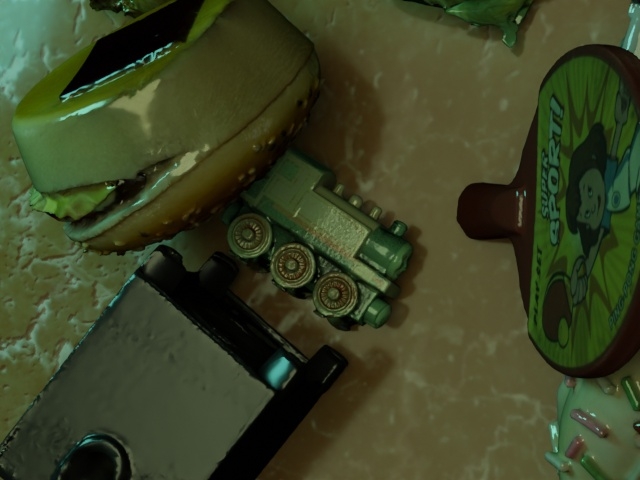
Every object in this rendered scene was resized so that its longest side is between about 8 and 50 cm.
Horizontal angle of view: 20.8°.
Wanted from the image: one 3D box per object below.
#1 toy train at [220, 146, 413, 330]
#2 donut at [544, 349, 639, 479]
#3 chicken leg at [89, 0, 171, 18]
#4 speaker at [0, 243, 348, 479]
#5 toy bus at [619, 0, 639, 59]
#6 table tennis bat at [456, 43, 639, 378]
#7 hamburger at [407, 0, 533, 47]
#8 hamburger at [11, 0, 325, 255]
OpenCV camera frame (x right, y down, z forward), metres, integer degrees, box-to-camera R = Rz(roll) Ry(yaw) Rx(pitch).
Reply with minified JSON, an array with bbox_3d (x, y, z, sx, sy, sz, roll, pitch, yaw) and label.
[{"bbox_3d":[0.000,0.000,1.667,0.194,0.081,0.125,34,91,15],"label":"toy train"},{"bbox_3d":[0.367,0.195,1.448,0.382,0.142,0.383,13,126,18],"label":"donut"},{"bbox_3d":[-0.134,-0.273,1.718,0.227,0.088,0.103,-8,75,7],"label":"chicken leg"},{"bbox_3d":[-0.136,0.154,1.611,0.184,0.232,0.254,39,97,12],"label":"speaker"},{"bbox_3d":[0.446,-0.057,1.492,0.440,0.209,0.249,21,94,12],"label":"toy bus"},{"bbox_3d":[0.202,-0.025,1.459,0.051,0.414,0.268,2,91,-14],"label":"table tennis bat"},{"bbox_3d":[0.145,-0.296,1.611,0.214,0.125,0.235,-7,90,-9],"label":"hamburger"},{"bbox_3d":[-0.137,-0.109,1.605,0.300,0.300,0.176,-28,108,11],"label":"hamburger"}]
